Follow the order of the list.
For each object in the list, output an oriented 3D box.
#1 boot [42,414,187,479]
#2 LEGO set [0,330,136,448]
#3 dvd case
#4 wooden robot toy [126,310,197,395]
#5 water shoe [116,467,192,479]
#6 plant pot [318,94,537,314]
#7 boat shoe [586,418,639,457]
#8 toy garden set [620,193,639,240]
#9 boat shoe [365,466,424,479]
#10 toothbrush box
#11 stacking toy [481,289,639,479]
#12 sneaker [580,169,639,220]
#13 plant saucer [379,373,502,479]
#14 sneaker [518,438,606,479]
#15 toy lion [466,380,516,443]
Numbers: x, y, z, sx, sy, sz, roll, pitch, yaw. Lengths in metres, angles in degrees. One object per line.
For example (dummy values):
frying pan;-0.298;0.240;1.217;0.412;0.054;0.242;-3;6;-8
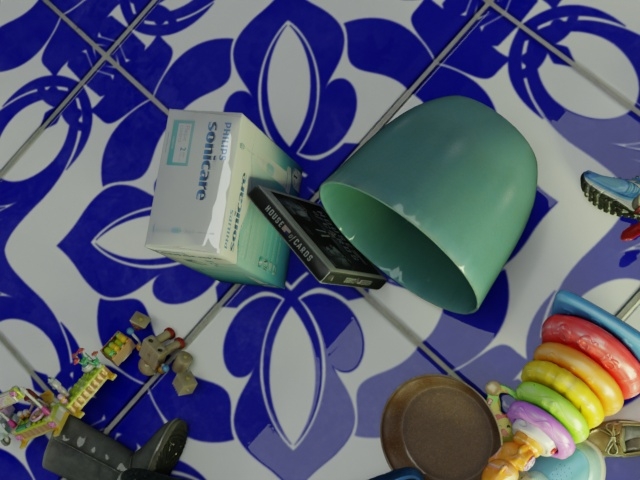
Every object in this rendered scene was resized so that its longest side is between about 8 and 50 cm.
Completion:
boot;-0.343;0.341;1.710;0.208;0.076;0.189;26;84;27
LEGO set;-0.448;0.239;1.710;0.287;0.107;0.132;-35;27;8
dvd case;0.000;0.000;1.587;0.029;0.239;0.179;-46;70;14
wooden robot toy;-0.270;0.201;1.728;0.173;0.076;0.079;43;127;20
water shoe;-0.235;0.423;1.634;0.203;0.073;0.080;24;117;-12
plant pot;0.182;-0.073;1.536;0.293;0.293;0.235;34;75;20
boat shoe;0.456;0.287;1.492;0.153;0.048;0.056;0;78;16
toy garden set;0.544;-0.032;1.498;0.204;0.049;0.244;44;78;8
boat shoe;0.041;0.424;1.549;0.258;0.109;0.089;-22;90;21
toothbrush box;-0.141;-0.056;1.612;0.126;0.295;0.216;5;80;17
stacking toy;0.323;0.236;1.433;0.166;0.175;0.302;34;69;22
sneaker;0.476;-0.074;1.567;0.162;0.063;0.073;22;75;11
plant saucer;0.185;0.296;1.552;0.199;0.036;0.198;3;96;29
sneaker;0.264;0.396;1.435;0.319;0.208;0.127;-45;67;6
toy lion;0.277;0.275;1.559;0.096;0.034;0.100;27;86;13
